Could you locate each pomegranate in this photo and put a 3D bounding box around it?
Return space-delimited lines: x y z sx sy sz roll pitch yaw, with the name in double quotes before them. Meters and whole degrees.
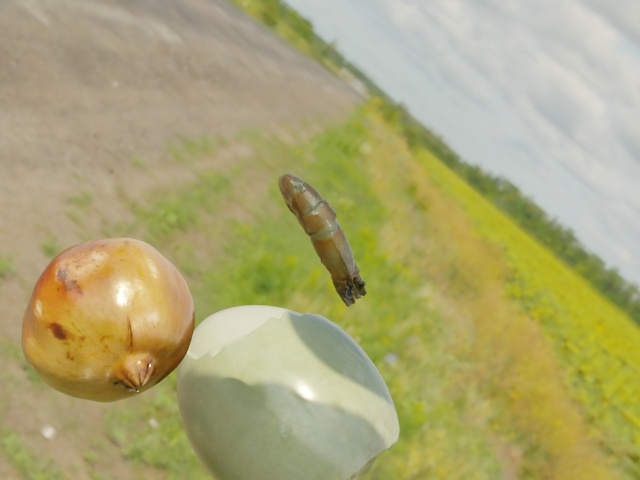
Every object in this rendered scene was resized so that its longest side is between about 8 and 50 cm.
"pomegranate" -0.256 0.097 1.698 0.209 0.209 0.209 40 6 -5

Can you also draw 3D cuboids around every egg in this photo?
"egg" -0.059 0.230 1.991 0.336 0.278 0.278 46 7 16

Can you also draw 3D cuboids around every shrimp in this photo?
"shrimp" 0.000 0.000 1.570 0.099 0.041 0.180 20 -35 59
